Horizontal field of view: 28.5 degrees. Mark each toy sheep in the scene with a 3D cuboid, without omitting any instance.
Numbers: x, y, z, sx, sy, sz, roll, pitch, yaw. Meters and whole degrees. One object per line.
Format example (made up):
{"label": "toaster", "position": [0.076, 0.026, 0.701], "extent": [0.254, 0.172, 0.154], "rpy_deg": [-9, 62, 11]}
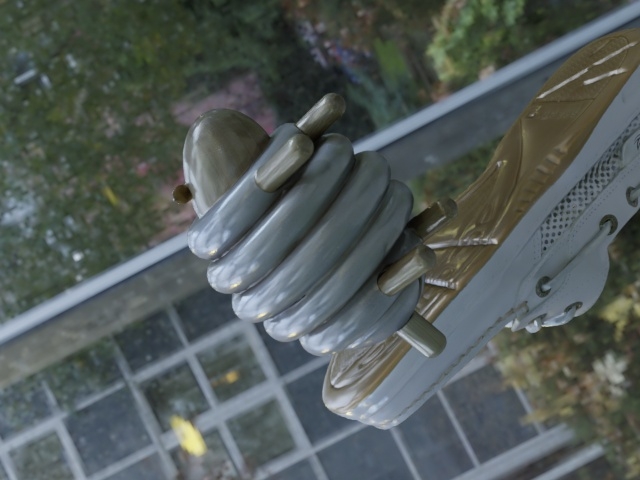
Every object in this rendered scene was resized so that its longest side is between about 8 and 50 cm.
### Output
{"label": "toy sheep", "position": [0.000, 0.000, 0.482], "extent": [0.132, 0.091, 0.091], "rpy_deg": [45, -174, -7]}

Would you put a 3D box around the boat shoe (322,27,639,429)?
{"label": "boat shoe", "position": [0.118, 0.009, 0.696], "extent": [0.096, 0.277, 0.098], "rpy_deg": [46, 171, -20]}
